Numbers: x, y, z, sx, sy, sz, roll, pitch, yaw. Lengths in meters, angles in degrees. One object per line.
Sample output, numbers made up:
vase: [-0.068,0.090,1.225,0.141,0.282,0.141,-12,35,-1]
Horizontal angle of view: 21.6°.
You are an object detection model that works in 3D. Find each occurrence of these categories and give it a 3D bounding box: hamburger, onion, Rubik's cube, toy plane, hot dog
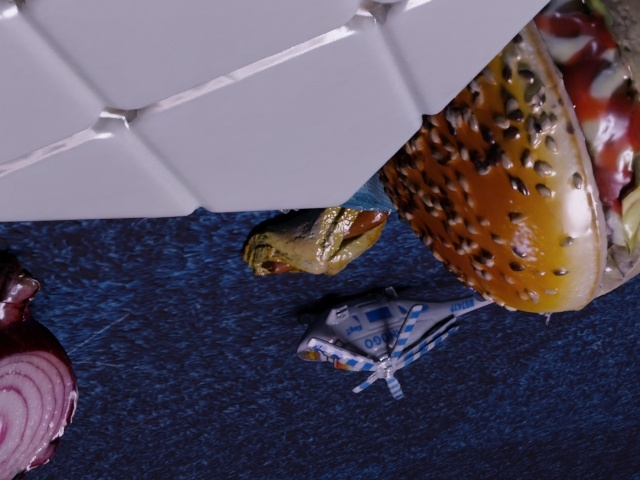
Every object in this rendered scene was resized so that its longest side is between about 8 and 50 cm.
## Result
hamburger: [0.126,-0.091,1.131,0.176,0.300,0.300,-23,160,-20]
onion: [-0.301,0.104,1.454,0.195,0.140,0.218,-5,120,-44]
Rubik's cube: [-0.086,-0.213,0.630,0.318,0.316,0.322,-2,154,-34]
toy plane: [0.106,0.074,1.760,0.273,0.107,0.182,-29,148,-3]
hot dog: [0.001,0.001,1.522,0.169,0.061,0.078,-30,154,25]

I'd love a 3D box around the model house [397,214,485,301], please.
model house: [0.146,-0.050,1.373,0.166,0.172,0.183,-29,155,27]

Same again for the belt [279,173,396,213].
belt: [0.009,-0.051,1.395,0.100,0.065,0.179,0,174,18]
